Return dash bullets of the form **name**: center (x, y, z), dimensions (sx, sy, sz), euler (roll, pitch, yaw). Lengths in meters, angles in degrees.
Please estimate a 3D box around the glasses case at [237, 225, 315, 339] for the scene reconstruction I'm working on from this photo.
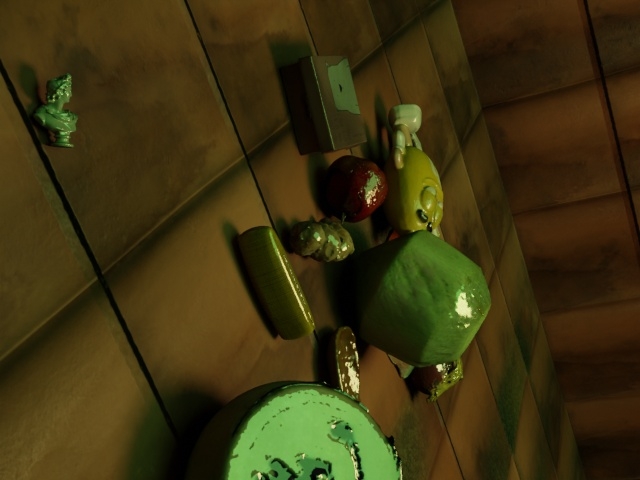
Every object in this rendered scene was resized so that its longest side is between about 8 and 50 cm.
- **glasses case**: center (-0.082, 0.080, 1.478), dimensions (0.064, 0.079, 0.234), euler (-67, 139, -60)

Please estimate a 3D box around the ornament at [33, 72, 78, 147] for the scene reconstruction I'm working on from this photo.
- **ornament**: center (-0.349, -0.169, 1.075), dimensions (0.068, 0.041, 0.092), euler (-51, 135, -51)

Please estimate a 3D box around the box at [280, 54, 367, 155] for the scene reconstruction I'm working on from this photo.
- **box**: center (0.010, -0.302, 1.814), dimensions (0.215, 0.086, 0.215), euler (-28, 105, -63)

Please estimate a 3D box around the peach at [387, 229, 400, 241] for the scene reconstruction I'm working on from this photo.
- **peach**: center (0.227, 0.090, 2.125), dimensions (0.189, 0.068, 0.279), euler (38, 47, -57)

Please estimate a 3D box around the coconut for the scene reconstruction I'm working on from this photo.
- **coconut**: center (0.217, 0.123, 1.839), dimensions (0.281, 0.328, 0.329), euler (96, -1, -60)

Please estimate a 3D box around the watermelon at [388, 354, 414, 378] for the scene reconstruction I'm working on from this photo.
- **watermelon**: center (0.202, 0.270, 2.028), dimensions (0.155, 0.080, 0.101), euler (64, -6, -23)

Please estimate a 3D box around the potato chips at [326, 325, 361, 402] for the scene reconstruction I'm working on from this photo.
- **potato chips**: center (0.047, 0.286, 1.694), dimensions (0.150, 0.049, 0.202), euler (-17, 94, -68)

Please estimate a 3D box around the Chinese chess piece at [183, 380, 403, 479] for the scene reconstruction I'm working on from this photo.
- **Chinese chess piece**: center (-0.036, 0.387, 1.221), dimensions (0.349, 0.146, 0.349), euler (15, 61, -29)

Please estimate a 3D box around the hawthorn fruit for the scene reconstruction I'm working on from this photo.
- **hawthorn fruit**: center (0.071, -0.106, 1.806), dimensions (0.148, 0.148, 0.172), euler (50, 53, -45)

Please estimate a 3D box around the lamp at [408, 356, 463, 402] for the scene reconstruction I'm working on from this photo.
- **lamp**: center (0.300, 0.323, 2.097), dimensions (0.157, 0.134, 0.156), euler (67, 27, -18)

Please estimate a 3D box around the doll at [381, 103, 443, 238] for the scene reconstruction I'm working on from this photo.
- **doll**: center (0.249, -0.163, 2.180), dimensions (0.348, 0.161, 0.423), euler (17, 59, -67)

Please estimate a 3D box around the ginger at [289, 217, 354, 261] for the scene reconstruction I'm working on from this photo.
- **ginger**: center (0.000, 0.000, 1.680), dimensions (0.104, 0.080, 0.204), euler (58, 20, 12)
